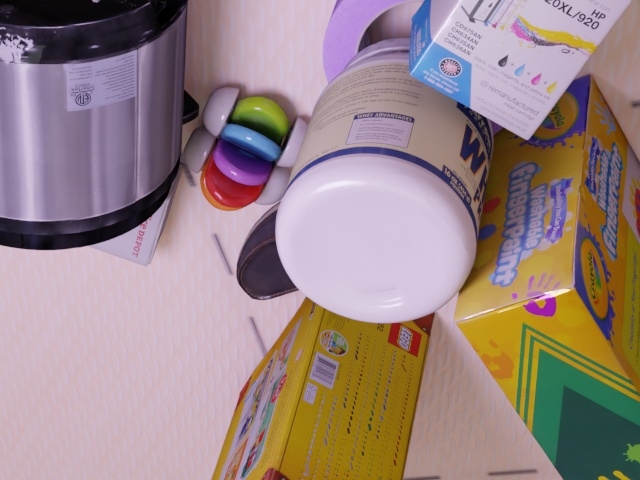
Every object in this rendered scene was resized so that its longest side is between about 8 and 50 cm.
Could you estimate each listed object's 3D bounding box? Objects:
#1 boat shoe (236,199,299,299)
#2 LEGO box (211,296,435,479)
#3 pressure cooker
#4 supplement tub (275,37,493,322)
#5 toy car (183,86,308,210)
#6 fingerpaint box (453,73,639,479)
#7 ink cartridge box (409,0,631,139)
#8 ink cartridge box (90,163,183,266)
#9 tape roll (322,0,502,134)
[{"bbox_3d":[0.000,0.000,2.000,0.355,0.130,0.132,-34,114,33],"label":"boat shoe"},{"bbox_3d":[-0.026,0.339,2.042,0.193,0.500,0.372,27,130,-8],"label":"LEGO box"},{"bbox_3d":[-0.362,-0.187,1.778,0.370,0.375,0.420,9,129,3],"label":"pressure cooker"},{"bbox_3d":[0.087,-0.082,1.668,0.235,0.325,0.235,7,130,8],"label":"supplement tub"},{"bbox_3d":[-0.110,-0.116,1.928,0.159,0.136,0.182,26,130,-8],"label":"toy car"},{"bbox_3d":[0.346,0.066,1.766,0.163,0.445,0.371,-20,122,28],"label":"fingerpaint box"},{"bbox_3d":[0.235,-0.278,1.586,0.171,0.168,0.232,28,120,-11],"label":"ink cartridge box"},{"bbox_3d":[-0.330,-0.071,2.048,0.212,0.093,0.154,21,131,-2],"label":"ink cartridge box"},{"bbox_3d":[0.145,-0.253,1.787,0.275,0.090,0.274,7,130,8],"label":"tape roll"}]
